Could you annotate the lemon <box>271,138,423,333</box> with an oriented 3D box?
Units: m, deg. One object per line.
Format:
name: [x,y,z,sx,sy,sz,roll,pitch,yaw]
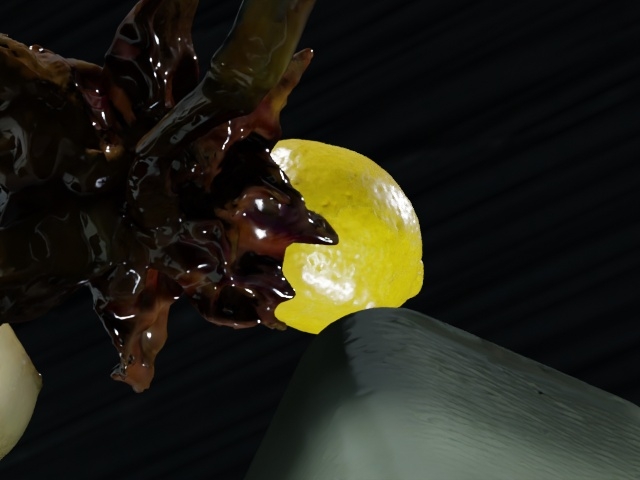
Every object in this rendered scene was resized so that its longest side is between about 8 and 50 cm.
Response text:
lemon: [0.000,0.000,1.173,0.155,0.114,0.114,24,39,-32]

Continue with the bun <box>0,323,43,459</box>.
bun: [-0.346,0.059,1.376,0.299,0.165,0.299,41,-23,21]

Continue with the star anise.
star anise: [-0.086,-0.057,0.900,0.237,0.346,0.148,50,33,3]

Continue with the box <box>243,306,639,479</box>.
box: [0.014,0.234,0.610,0.177,0.352,0.344,23,14,-7]
